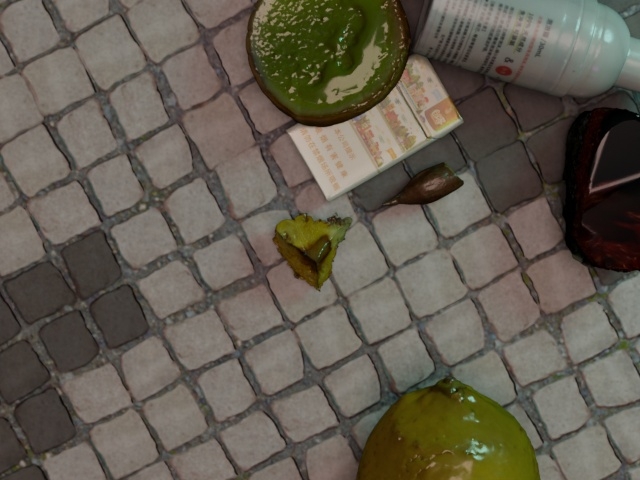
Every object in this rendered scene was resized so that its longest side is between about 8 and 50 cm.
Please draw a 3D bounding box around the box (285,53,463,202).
[{"bbox_3d":[0.076,-0.159,1.636,0.220,0.032,0.122,-31,94,2],"label":"box"}]

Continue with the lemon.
[{"bbox_3d":[0.174,0.329,1.573,0.253,0.253,0.310,4,105,-1],"label":"lemon"}]

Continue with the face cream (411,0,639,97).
[{"bbox_3d":[0.319,-0.269,1.577,0.369,0.145,0.145,16,95,-4],"label":"face cream"}]

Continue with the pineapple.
[{"bbox_3d":[0.000,0.000,1.633,0.114,0.077,0.114,-42,99,-11],"label":"pineapple"}]

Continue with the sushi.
[{"bbox_3d":[0.402,-0.072,1.609,0.136,0.126,0.225,-1,101,-2],"label":"sushi"}]

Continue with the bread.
[{"bbox_3d":[0.011,-0.272,1.588,0.236,0.070,0.236,0,87,8],"label":"bread"}]

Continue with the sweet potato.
[{"bbox_3d":[0.140,-0.073,1.638,0.117,0.049,0.049,-23,95,1],"label":"sweet potato"}]
